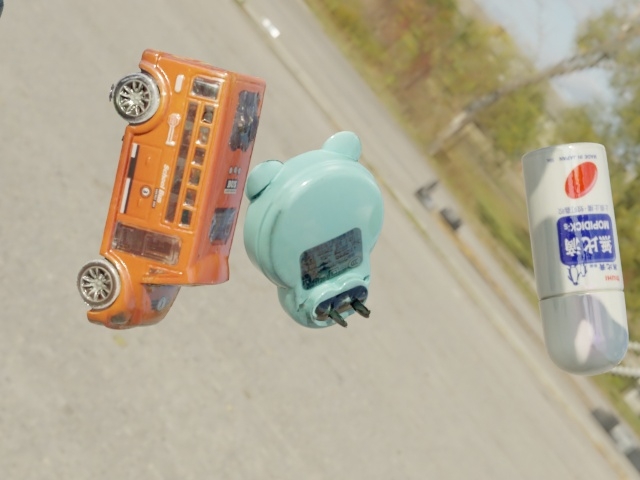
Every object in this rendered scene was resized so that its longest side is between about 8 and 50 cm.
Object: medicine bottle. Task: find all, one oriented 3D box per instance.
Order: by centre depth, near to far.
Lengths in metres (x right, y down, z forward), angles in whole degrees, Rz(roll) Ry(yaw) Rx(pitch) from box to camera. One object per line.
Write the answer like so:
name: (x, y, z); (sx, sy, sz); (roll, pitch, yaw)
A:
medicine bottle: (0.383, 0.032, 2.114); (0.130, 0.130, 0.341); (22, 62, -74)

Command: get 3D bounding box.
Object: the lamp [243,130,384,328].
lamp: (-0.006, -0.004, 2.007); (0.147, 0.209, 0.284); (23, -48, 62)

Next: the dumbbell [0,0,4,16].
dumbbell: (-0.510, -0.320, 1.815); (0.192, 0.192, 0.290); (48, 7, -15)

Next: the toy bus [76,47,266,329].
toy bus: (-0.170, -0.048, 1.649); (0.153, 0.329, 0.143); (15, 6, 18)
